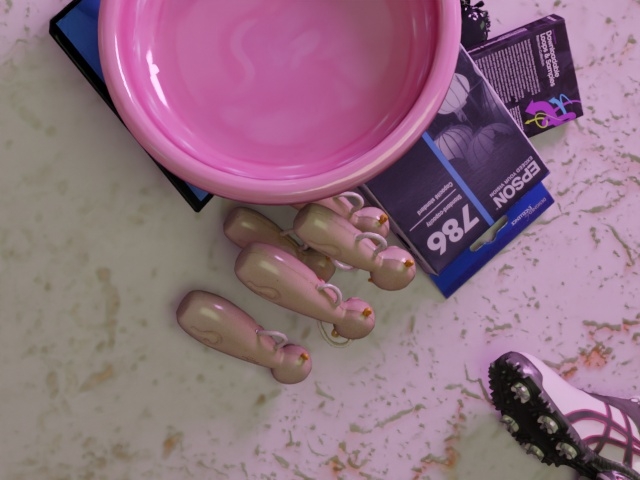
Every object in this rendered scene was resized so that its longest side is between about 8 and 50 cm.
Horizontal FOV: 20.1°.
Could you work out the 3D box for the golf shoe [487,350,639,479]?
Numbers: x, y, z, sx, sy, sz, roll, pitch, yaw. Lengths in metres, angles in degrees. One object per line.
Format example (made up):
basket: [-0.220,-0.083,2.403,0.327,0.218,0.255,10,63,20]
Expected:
golf shoe: [0.286,0.199,1.931,0.273,0.105,0.120,47,67,-19]

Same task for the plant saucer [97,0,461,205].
plant saucer: [-0.036,-0.190,1.673,0.332,0.084,0.332,-1,79,5]

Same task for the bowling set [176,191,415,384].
bowling set: [0.000,0.000,1.792,0.154,0.287,0.199,30,54,-21]

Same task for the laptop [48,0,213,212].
laptop: [-0.086,-0.208,1.761,0.264,0.136,0.234,-36,104,8]

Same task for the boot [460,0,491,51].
boot: [0.116,-0.201,1.867,0.099,0.045,0.121,17,93,-21]

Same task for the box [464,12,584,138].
box: [0.189,-0.154,1.877,0.162,0.029,0.116,-22,119,-12]

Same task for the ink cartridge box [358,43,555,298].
ink cartridge box: [0.113,-0.091,1.816,0.165,0.065,0.332,-43,121,-5]
